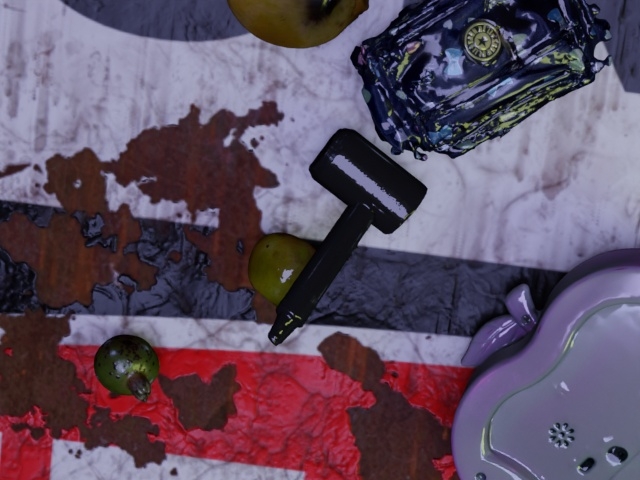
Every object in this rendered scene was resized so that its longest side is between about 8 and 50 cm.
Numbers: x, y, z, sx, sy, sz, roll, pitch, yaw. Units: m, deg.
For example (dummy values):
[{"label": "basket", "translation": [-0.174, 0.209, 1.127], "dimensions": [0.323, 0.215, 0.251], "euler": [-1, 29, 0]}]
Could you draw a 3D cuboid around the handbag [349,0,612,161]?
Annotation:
[{"label": "handbag", "translation": [0.165, -0.190, 1.285], "dimensions": [0.260, 0.113, 0.162], "euler": [-30, 105, 0]}]

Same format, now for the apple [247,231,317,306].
[{"label": "apple", "translation": [-0.037, 0.033, 1.347], "dimensions": [0.089, 0.089, 0.074], "euler": [38, 86, -5]}]

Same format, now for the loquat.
[{"label": "loquat", "translation": [-0.025, -0.268, 1.264], "dimensions": [0.163, 0.137, 0.163], "euler": [5, 119, 9]}]

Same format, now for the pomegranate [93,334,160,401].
[{"label": "pomegranate", "translation": [-0.213, 0.139, 1.376], "dimensions": [0.073, 0.084, 0.073], "euler": [-2, 104, -8]}]

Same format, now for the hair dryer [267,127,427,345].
[{"label": "hair dryer", "translation": [0.001, 0.001, 1.297], "dimensions": [0.114, 0.070, 0.248], "euler": [38, 65, -5]}]

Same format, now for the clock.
[{"label": "clock", "translation": [0.306, 0.178, 1.319], "dimensions": [0.338, 0.102, 0.338], "euler": [3, 100, 16]}]
